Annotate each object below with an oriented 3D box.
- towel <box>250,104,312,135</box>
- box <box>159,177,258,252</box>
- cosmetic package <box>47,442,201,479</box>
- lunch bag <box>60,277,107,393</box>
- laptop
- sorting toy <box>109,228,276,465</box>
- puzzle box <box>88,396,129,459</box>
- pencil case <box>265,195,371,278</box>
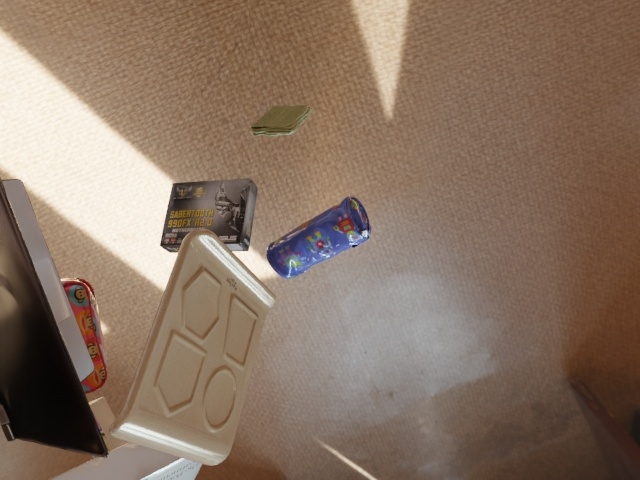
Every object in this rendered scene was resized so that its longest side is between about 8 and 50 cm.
[{"bbox_3d":[-0.089,-0.278,1.270,0.109,0.148,0.027,5,126,20],"label":"towel"},{"bbox_3d":[-0.285,-0.063,1.404,0.230,0.183,0.056,-1,158,17],"label":"box"},{"bbox_3d":[-0.450,0.575,1.240,0.377,0.097,0.285,-13,142,-47],"label":"cosmetic package"},{"bbox_3d":[-0.676,0.251,1.346,0.258,0.120,0.294,-10,97,-19],"label":"lunch bag"},{"bbox_3d":[-0.398,0.071,0.808,0.236,0.408,0.382,-16,98,5],"label":"laptop"},{"bbox_3d":[-0.125,0.119,0.583,0.038,0.209,0.193,6,153,25],"label":"sorting toy"},{"bbox_3d":[-0.671,0.714,1.781,0.272,0.052,0.409,-30,89,47],"label":"puzzle box"},{"bbox_3d":[0.000,0.000,1.470,0.306,0.119,0.133,-29,109,28],"label":"pencil case"}]
